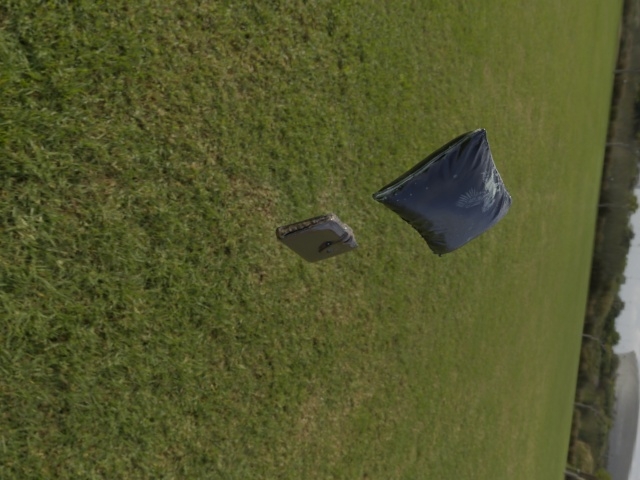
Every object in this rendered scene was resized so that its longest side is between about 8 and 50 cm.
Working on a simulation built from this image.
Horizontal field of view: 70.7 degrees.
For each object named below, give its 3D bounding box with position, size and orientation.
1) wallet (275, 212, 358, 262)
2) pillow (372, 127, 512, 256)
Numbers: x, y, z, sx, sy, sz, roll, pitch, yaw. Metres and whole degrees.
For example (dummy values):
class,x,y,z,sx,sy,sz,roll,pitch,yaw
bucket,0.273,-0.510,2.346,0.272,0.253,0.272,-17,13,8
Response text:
class,x,y,z,sx,sy,sz,roll,pitch,yaw
wallet,0.000,0.000,0.804,0.152,0.117,0.039,43,32,-60
pillow,0.170,-0.051,0.573,0.208,0.141,0.055,31,32,-51
